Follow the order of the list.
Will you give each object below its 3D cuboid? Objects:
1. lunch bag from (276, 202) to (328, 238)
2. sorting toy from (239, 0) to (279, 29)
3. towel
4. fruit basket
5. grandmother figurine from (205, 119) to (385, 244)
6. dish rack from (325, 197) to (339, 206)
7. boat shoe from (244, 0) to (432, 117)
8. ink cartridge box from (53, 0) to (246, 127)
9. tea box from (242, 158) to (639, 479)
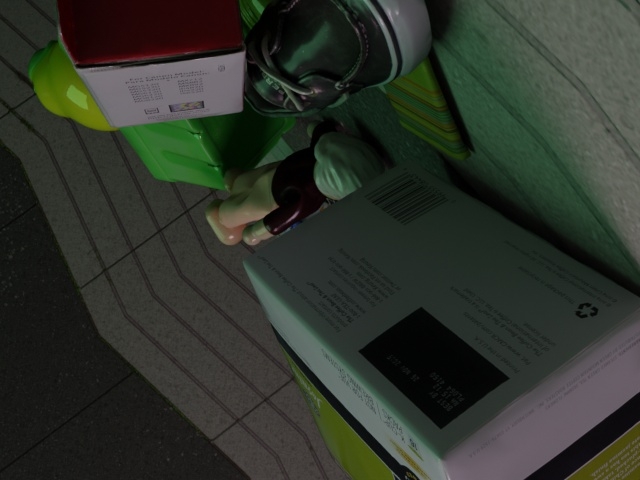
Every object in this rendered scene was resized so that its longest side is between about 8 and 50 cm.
[{"bbox_3d":[0.000,0.000,1.752,0.243,0.115,0.303,43,169,45],"label":"lunch bag"},{"bbox_3d":[-0.116,-0.270,1.115,0.127,0.126,0.365,51,172,19],"label":"sorting toy"},{"bbox_3d":[0.069,-0.174,0.814,0.102,0.021,0.237,40,166,47],"label":"towel"},{"bbox_3d":[-0.268,-0.269,1.440,0.392,0.283,0.392,37,164,13],"label":"fruit basket"},{"bbox_3d":[-0.032,-0.080,1.267,0.104,0.208,0.342,27,162,-28],"label":"grandmother figurine"},{"bbox_3d":[0.091,0.007,1.358,0.271,0.074,0.208,58,170,-22],"label":"dish rack"},{"bbox_3d":[-0.002,-0.156,0.787,0.121,0.119,0.335,52,171,-3],"label":"boat shoe"},{"bbox_3d":[-0.140,-0.271,0.725,0.272,0.130,0.309,144,118,-83],"label":"ink cartridge box"},{"bbox_3d":[0.132,0.152,0.893,0.329,0.220,0.323,41,156,48],"label":"tea box"}]
